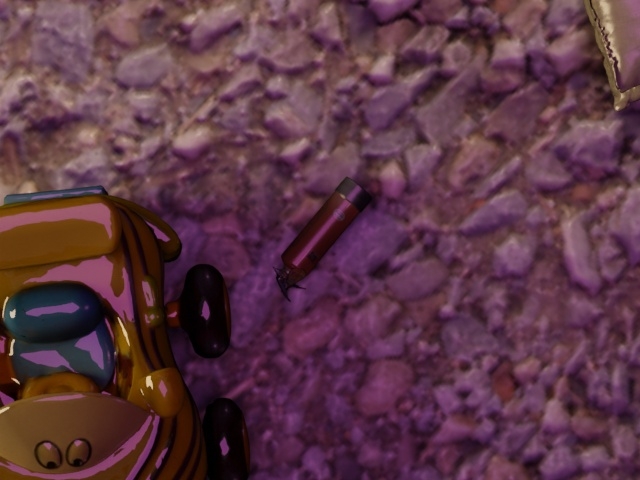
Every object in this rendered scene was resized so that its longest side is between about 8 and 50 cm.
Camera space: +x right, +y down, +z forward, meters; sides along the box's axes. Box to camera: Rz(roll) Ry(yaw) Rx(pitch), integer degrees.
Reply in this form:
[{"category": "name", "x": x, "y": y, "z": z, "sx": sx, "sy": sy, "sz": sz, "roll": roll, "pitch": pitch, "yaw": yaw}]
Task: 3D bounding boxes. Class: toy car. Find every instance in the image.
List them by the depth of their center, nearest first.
[{"category": "toy car", "x": -0.148, "y": 0.088, "z": 1.174, "sx": 0.200, "sy": 0.142, "sz": 0.248, "roll": -10, "pitch": 84, "yaw": 0}]

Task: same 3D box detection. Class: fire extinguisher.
[{"category": "fire extinguisher", "x": 0.000, "y": 0.000, "z": 1.242, "sx": 0.028, "sy": 0.022, "sz": 0.083, "roll": 41, "pitch": 87, "yaw": -28}]

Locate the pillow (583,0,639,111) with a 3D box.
[{"category": "pillow", "x": 0.214, "y": -0.183, "z": 1.228, "sx": 0.134, "sy": 0.078, "sz": 0.181, "roll": -16, "pitch": 87, "yaw": -2}]
